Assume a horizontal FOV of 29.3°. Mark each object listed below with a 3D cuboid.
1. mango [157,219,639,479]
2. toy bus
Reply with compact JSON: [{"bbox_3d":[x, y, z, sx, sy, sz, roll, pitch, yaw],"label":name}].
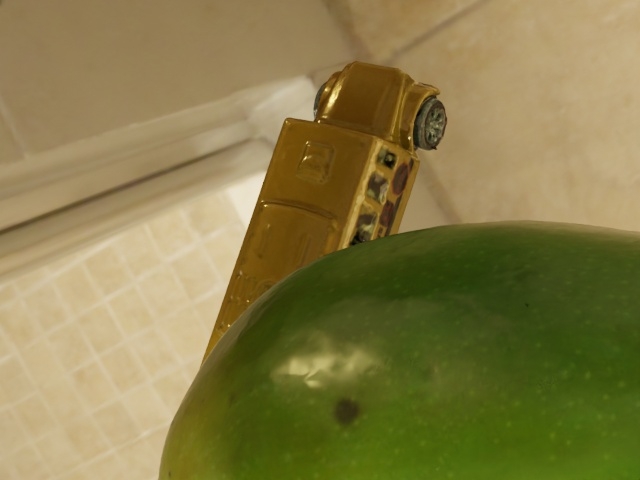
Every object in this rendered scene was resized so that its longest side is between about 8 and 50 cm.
[{"bbox_3d":[0.105,0.086,0.526,0.382,0.225,0.201,-11,93,31],"label":"mango"},{"bbox_3d":[0.000,0.000,1.090,0.121,0.123,0.335,15,84,30],"label":"toy bus"}]
